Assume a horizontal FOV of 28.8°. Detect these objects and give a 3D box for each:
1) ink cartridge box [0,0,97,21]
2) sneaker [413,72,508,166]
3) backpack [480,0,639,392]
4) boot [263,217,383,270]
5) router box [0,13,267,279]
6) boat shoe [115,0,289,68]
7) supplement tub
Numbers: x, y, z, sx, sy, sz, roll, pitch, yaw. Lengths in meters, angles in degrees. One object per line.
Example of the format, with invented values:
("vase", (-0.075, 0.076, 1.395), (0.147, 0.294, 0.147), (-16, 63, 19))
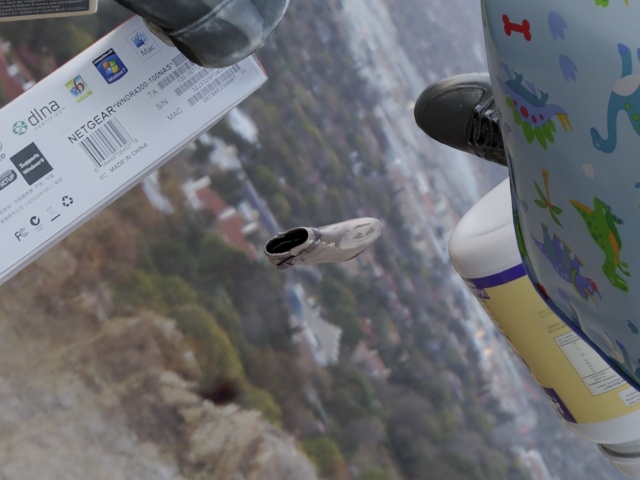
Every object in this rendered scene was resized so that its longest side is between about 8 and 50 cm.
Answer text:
("ink cartridge box", (-0.370, -0.351, 1.417), (0.088, 0.193, 0.235), (104, -30, -45))
("sneaker", (0.296, -0.166, 1.880), (0.139, 0.341, 0.125), (-43, 143, -59))
("backpack", (0.218, -0.079, 0.660), (0.290, 0.273, 0.355), (43, -7, 36))
("boot", (0.000, 0.000, 1.315), (0.087, 0.118, 0.042), (26, 41, -67))
("router box", (-0.213, -0.029, 0.871), (0.082, 0.335, 0.301), (53, -11, -7))
("boat shoe", (-0.074, -0.172, 0.671), (0.119, 0.121, 0.335), (52, 17, -23))
("supplement tub", (0.323, 0.072, 1.383), (0.331, 0.241, 0.241), (54, 14, -10))
